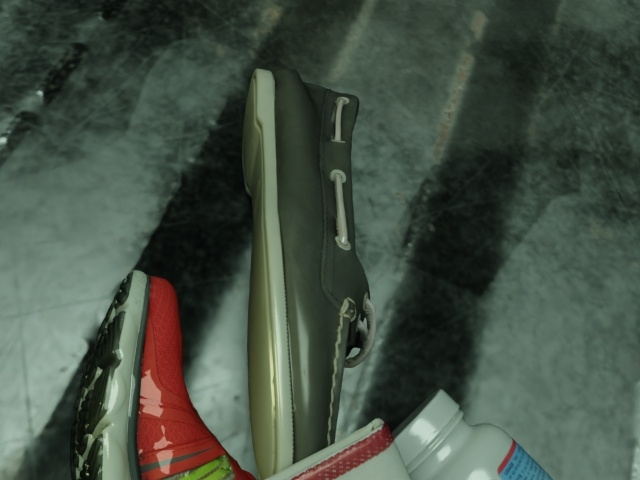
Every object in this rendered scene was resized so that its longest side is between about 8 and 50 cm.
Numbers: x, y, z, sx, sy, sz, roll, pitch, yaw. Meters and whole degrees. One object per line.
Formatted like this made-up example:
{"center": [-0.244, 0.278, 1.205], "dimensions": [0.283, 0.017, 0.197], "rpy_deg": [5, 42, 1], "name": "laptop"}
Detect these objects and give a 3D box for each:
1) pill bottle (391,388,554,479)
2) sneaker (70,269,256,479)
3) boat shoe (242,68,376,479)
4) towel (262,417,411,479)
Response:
{"center": [0.110, 0.174, 0.416], "dimensions": [0.087, 0.087, 0.160], "rpy_deg": [-38, 76, -26], "name": "pill bottle"}
{"center": [-0.080, 0.154, 0.395], "dimensions": [0.118, 0.107, 0.279], "rpy_deg": [1, 66, -30], "name": "sneaker"}
{"center": [0.000, 0.000, 0.450], "dimensions": [0.095, 0.112, 0.335], "rpy_deg": [3, 50, -12], "name": "boat shoe"}
{"center": [-0.003, 0.282, 0.297], "dimensions": [0.237, 0.037, 0.329], "rpy_deg": [-22, 92, -23], "name": "towel"}
